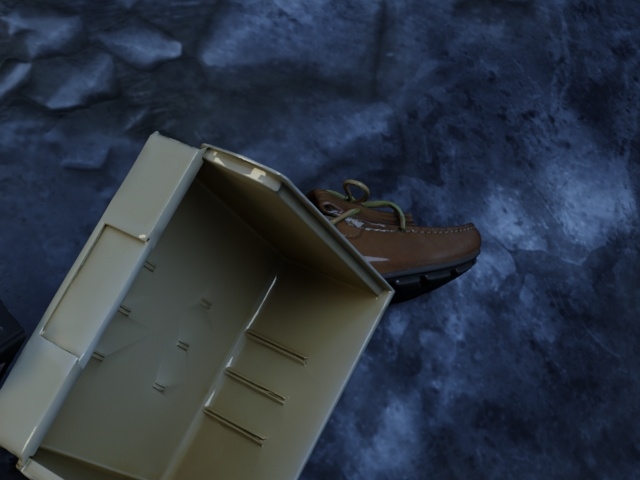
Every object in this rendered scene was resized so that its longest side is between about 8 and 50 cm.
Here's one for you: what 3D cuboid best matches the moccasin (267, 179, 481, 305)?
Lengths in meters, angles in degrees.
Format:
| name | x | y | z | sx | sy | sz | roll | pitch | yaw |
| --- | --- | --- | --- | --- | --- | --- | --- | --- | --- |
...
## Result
| name | x | y | z | sx | sy | sz | roll | pitch | yaw |
| --- | --- | --- | --- | --- | --- | --- | --- | --- | --- |
| moccasin | -0.001 | 0.001 | 1.031 | 0.379 | 0.139 | 0.147 | -4 | 72 | -21 |

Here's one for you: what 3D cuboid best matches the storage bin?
| name | x | y | z | sx | sy | sz | roll | pitch | yaw |
| --- | --- | --- | --- | --- | --- | --- | --- | --- | --- |
| storage bin | -0.090 | 0.089 | 0.774 | 0.123 | 0.260 | 0.262 | 22 | 78 | 30 |

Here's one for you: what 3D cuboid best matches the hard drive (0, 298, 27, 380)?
| name | x | y | z | sx | sy | sz | roll | pitch | yaw |
| --- | --- | --- | --- | --- | --- | --- | --- | --- | --- |
| hard drive | -0.377 | 0.009 | 0.735 | 0.339 | 0.237 | 0.064 | 49 | 46 | 4 |
